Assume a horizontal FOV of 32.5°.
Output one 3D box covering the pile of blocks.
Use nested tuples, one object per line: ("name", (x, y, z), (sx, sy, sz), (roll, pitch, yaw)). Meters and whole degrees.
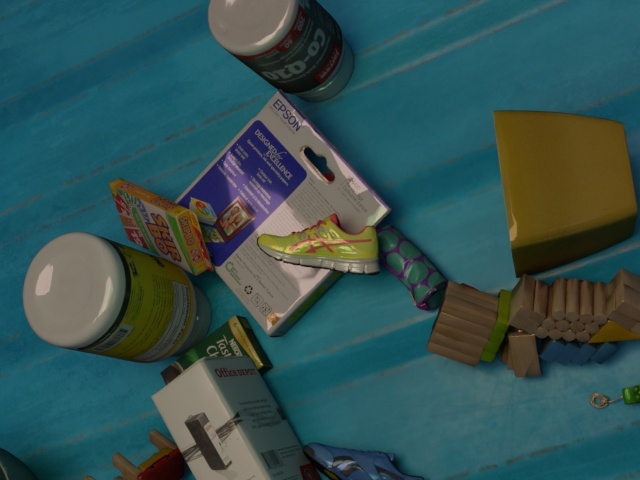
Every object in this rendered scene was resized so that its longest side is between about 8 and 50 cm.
("pile of blocks", (0.346, 0.118, 1.682), (0.362, 0.149, 0.112), (-1, 34, 16))

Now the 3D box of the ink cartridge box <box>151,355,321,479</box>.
("ink cartridge box", (-0.127, 0.329, 1.764), (0.114, 0.197, 0.273), (-35, 75, 14))

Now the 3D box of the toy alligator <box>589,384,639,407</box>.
("toy alligator", (0.483, 0.222, 1.604), (0.190, 0.051, 0.056), (-12, 72, 22))

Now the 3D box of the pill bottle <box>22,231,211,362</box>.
("pill bottle", (-0.329, 0.107, 1.858), (0.188, 0.334, 0.188), (-6, 75, 24))

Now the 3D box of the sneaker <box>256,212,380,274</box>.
("sneaker", (0.000, 0.000, 1.789), (0.209, 0.081, 0.094), (8, 91, 9))

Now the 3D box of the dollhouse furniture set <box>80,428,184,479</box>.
("dollhouse furniture set", (-0.353, 0.504, 1.790), (0.152, 0.374, 0.201), (25, 127, 32))

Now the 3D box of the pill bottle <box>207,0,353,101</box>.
("pill bottle", (-0.056, -0.344, 1.866), (0.161, 0.283, 0.161), (-6, 75, 24))

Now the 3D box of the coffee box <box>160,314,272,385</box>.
("coffee box", (-0.185, 0.227, 1.926), (0.184, 0.040, 0.113), (-36, 66, 14))

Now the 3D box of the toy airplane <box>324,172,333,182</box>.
("toy airplane", (-0.018, -0.063, 1.925), (0.151, 0.028, 0.151), (-5, 77, 24))

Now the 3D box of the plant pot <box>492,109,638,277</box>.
("plant pot", (0.371, -0.077, 1.656), (0.187, 0.212, 0.212), (-7, 74, 10))

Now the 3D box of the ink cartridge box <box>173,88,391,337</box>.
("ink cartridge box", (-0.070, -0.047, 1.895), (0.307, 0.072, 0.303), (-45, 71, 11))

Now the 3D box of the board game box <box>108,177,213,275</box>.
("board game box", (-0.285, -0.024, 1.954), (0.039, 0.124, 0.259), (-34, 35, -30))

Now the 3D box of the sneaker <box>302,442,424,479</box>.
("sneaker", (0.070, 0.366, 1.763), (0.209, 0.069, 0.082), (24, 68, 28))

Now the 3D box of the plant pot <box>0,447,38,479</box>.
("plant pot", (-0.601, 0.504, 1.970), (0.290, 0.195, 0.290), (-6, 75, 24))

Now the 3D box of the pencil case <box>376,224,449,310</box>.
("pencil case", (0.143, 0.045, 1.802), (0.070, 0.064, 0.151), (-36, 62, -13))
